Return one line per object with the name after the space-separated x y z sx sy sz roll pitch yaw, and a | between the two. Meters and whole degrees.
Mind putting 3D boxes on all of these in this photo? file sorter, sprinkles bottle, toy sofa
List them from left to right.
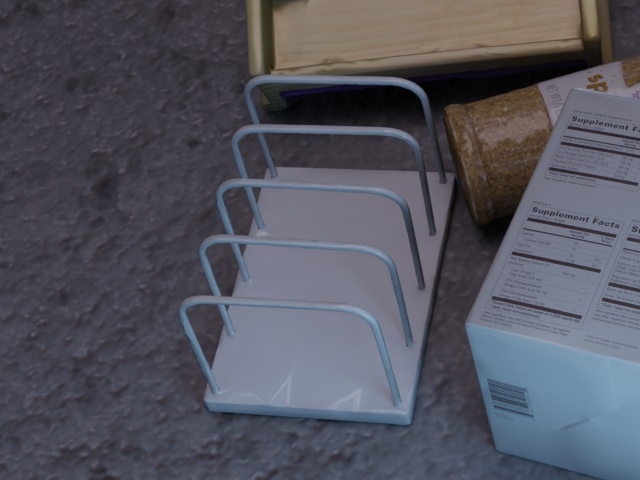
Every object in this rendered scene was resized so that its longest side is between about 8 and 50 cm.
0.000 0.000 1.644 0.193 0.173 0.277 3 53 15 | file sorter
0.110 -0.226 1.830 0.362 0.177 0.150 -5 76 10 | toy sofa
0.299 -0.115 1.693 0.355 0.121 0.121 -16 51 2 | sprinkles bottle

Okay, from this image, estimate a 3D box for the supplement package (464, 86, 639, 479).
0.269 0.044 1.524 0.198 0.199 0.262 13 57 23 | supplement package
